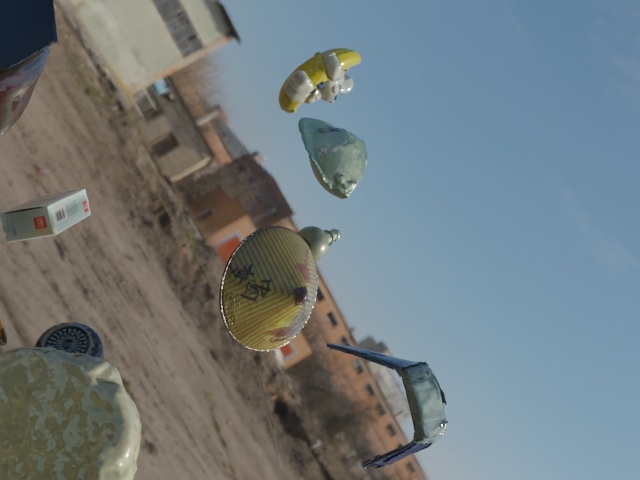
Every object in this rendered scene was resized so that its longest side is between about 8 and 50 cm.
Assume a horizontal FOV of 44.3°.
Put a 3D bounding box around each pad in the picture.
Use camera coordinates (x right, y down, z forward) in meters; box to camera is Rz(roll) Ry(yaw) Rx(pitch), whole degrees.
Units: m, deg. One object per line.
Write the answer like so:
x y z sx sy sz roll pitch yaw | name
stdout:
-0.139 0.457 2.068 0.243 0.004 0.164 -114 -165 -50 | pad

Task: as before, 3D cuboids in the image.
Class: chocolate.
-0.711 -0.353 1.552 0.384 0.383 0.331 58 -31 24 | chocolate

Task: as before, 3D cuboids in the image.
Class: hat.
-0.050 0.078 1.155 0.082 0.193 0.193 11 -44 46 | hat

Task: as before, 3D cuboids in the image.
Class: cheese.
-0.451 0.324 1.255 0.318 0.326 0.115 51 -20 20 | cheese

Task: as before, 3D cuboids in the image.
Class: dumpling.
0.030 -0.170 1.473 0.217 0.104 0.149 -66 143 -58 | dumpling

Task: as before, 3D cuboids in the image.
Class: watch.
0.128 0.291 1.544 0.274 0.068 0.277 -45 -122 55 | watch

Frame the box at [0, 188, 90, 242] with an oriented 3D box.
-0.708 -0.068 2.039 0.269 0.134 0.079 -74 155 -76 | box

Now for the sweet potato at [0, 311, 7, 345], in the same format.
-0.820 0.148 1.829 0.292 0.097 0.097 54 -1 -35 | sweet potato

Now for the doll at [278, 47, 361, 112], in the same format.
0.004 -0.407 2.009 0.111 0.237 0.252 54 -15 8 | doll

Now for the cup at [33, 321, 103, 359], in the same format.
-0.643 0.330 1.979 0.177 0.169 0.223 106 3 -49 | cup

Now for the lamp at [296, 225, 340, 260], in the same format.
0.000 0.000 2.053 0.163 0.091 0.091 -19 75 -54 | lamp
